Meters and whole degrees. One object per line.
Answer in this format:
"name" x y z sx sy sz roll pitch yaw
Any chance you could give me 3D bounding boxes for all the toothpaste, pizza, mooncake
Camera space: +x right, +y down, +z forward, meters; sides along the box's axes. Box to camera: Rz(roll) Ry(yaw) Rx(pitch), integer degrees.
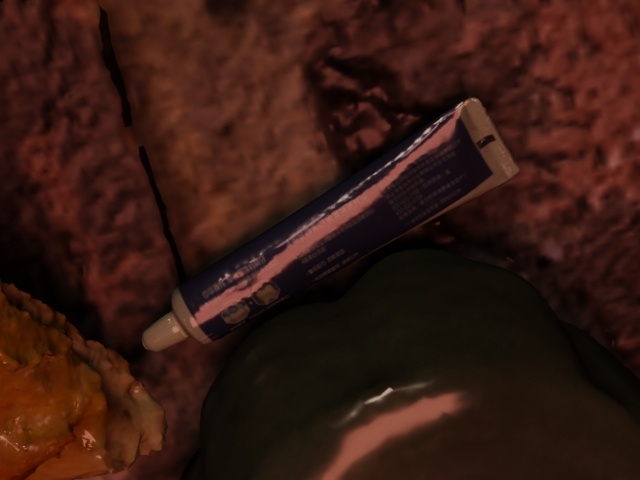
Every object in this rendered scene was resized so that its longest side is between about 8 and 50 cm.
"toothpaste" 0.000 0.000 0.583 0.140 0.021 0.037 -31 126 7
"pizza" -0.173 0.027 0.500 0.292 0.058 0.197 14 153 -21
"mooncake" 0.035 0.091 0.593 0.175 0.104 0.168 -13 117 -4
